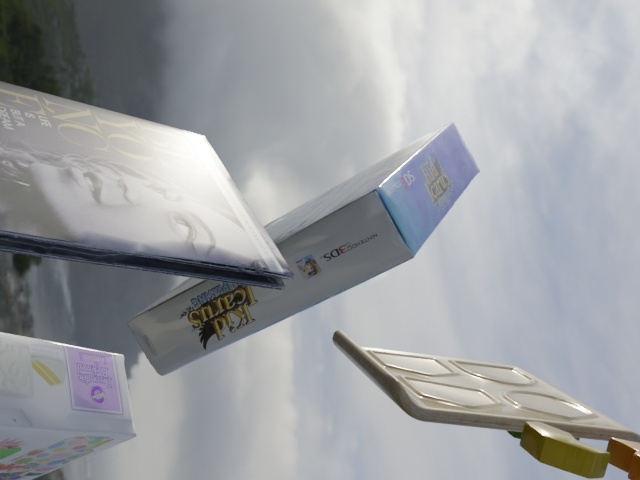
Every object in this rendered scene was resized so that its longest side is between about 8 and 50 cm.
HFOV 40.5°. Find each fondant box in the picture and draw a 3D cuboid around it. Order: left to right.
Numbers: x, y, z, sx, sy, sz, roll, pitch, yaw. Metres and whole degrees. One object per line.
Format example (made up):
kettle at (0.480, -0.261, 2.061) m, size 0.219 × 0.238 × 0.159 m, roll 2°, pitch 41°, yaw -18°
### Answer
fondant box at (-0.390, 0.195, 0.867) m, size 0.238 × 0.330 × 0.096 m, roll 25°, pitch 47°, yaw -56°

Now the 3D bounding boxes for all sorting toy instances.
sorting toy at (0.147, 0.145, 0.723) m, size 0.307 × 0.229 × 0.041 m, roll -153°, pitch -103°, yaw -75°

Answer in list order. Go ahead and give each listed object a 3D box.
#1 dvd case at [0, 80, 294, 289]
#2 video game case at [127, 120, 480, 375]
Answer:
dvd case at (-0.136, -0.040, 0.531) m, size 0.018 × 0.221 × 0.164 m, roll -57°, pitch -135°, yaw 23°
video game case at (0.000, 0.000, 0.758) m, size 0.061 × 0.244 × 0.269 m, roll 59°, pitch 26°, yaw -5°
